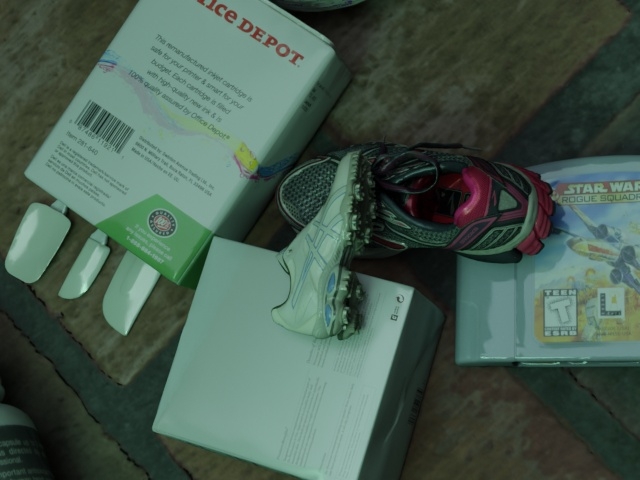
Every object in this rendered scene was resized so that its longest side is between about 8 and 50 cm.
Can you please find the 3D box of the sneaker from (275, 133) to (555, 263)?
[{"bbox_3d":[0.072,-0.047,1.410,0.299,0.112,0.120,1,80,41],"label":"sneaker"}]

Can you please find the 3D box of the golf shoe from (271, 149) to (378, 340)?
[{"bbox_3d":[0.000,0.000,1.321,0.086,0.069,0.176,3,68,22],"label":"golf shoe"}]

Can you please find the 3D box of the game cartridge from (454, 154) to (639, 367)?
[{"bbox_3d":[0.273,0.020,1.395,0.297,0.062,0.198,-2,81,17],"label":"game cartridge"}]

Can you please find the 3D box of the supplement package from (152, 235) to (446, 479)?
[{"bbox_3d":[-0.015,0.124,1.405,0.203,0.149,0.194,14,81,19],"label":"supplement package"}]

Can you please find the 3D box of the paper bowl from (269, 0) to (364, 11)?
[{"bbox_3d":[0.001,-0.369,1.515,0.284,0.148,0.284,-4,77,16],"label":"paper bowl"}]

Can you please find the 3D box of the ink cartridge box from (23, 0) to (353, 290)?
[{"bbox_3d":[-0.128,-0.118,1.497,0.201,0.117,0.278,34,91,15],"label":"ink cartridge box"}]

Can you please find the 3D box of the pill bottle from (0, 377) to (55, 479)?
[{"bbox_3d":[-0.346,0.283,1.440,0.204,0.204,0.361,-27,71,9],"label":"pill bottle"}]

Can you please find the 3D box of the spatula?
[{"bbox_3d":[-0.216,-0.042,1.575,0.168,0.019,0.242,26,86,21],"label":"spatula"}]
